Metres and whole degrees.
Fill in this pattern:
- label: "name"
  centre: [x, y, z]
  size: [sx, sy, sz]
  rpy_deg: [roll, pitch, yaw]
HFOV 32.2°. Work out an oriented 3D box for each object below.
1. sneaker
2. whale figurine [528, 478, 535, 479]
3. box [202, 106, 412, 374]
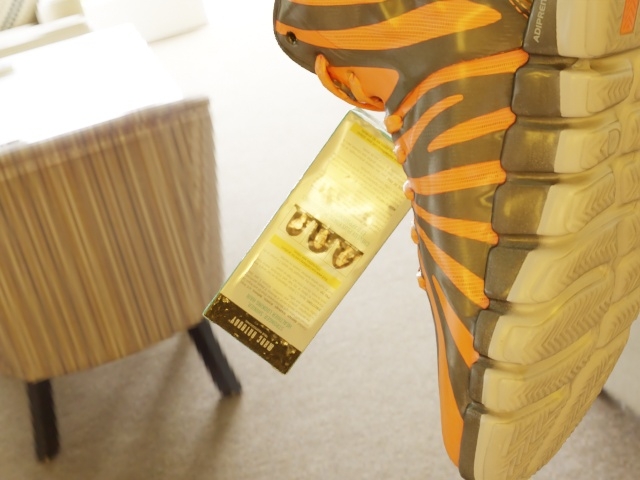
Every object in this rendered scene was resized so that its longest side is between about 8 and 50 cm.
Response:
- label: "sneaker"
  centre: [0.069, -0.042, 0.549]
  size: [0.180, 0.321, 0.124]
  rpy_deg: [22, 26, 36]
- label: "whale figurine"
  centre: [0.238, 0.387, 1.208]
  size: [0.141, 0.272, 0.216]
  rpy_deg: [-36, 13, 16]
- label: "box"
  centre: [0.000, 0.000, 1.049]
  size: [0.244, 0.100, 0.060]
  rpy_deg: [-53, 0, 14]
